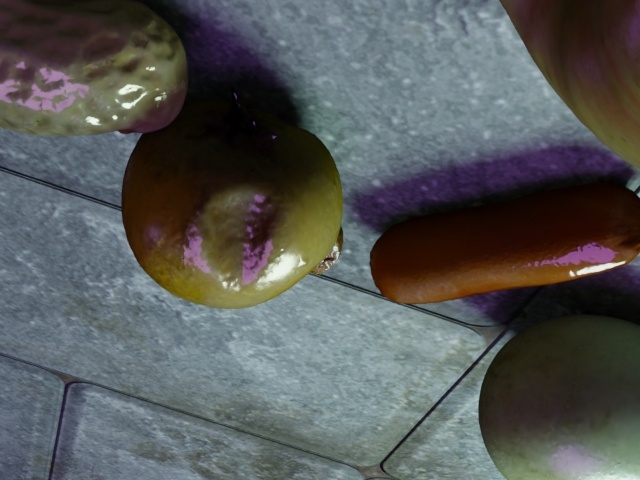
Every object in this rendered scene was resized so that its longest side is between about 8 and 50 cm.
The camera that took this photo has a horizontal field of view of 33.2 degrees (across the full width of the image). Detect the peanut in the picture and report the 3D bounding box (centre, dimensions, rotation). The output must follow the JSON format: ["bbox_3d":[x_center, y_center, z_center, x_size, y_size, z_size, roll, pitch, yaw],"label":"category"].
[{"bbox_3d":[-0.269,-0.171,0.938,0.313,0.152,0.152,14,146,1],"label":"peanut"}]

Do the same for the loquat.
[{"bbox_3d":[-0.084,-0.035,1.013,0.213,0.213,0.213,10,146,7],"label":"loquat"}]

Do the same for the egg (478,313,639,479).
[{"bbox_3d":[0.318,0.195,1.175,0.295,0.218,0.218,13,147,-10],"label":"egg"}]

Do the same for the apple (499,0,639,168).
[{"bbox_3d":[0.242,-0.197,0.432,0.347,0.391,0.391,-20,143,-4],"label":"apple"}]

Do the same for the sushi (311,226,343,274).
[{"bbox_3d":[0.000,0.000,1.168,0.050,0.047,0.099,2,128,-1],"label":"sushi"}]

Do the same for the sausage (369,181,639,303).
[{"bbox_3d":[0.177,0.006,1.071,0.300,0.089,0.083,-14,130,35],"label":"sausage"}]
